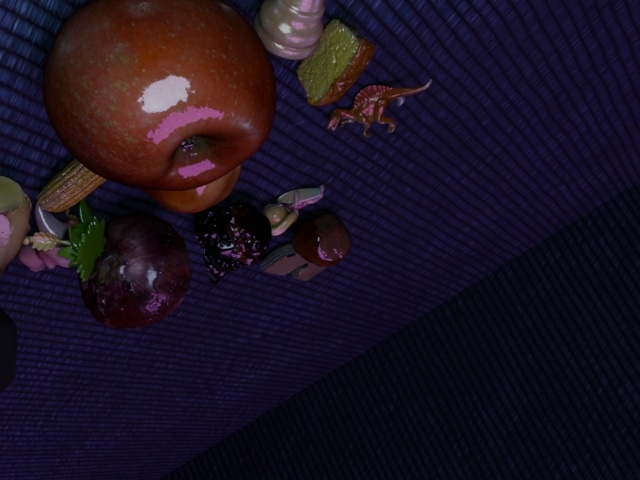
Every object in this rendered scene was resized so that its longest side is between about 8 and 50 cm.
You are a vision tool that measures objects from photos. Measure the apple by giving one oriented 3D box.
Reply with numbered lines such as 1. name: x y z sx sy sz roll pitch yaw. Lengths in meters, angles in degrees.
1. apple: -0.243 -0.228 1.448 0.348 0.277 0.348 -23 158 -10

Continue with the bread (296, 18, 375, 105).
1. bread: 0.029 -0.334 1.748 0.065 0.103 0.187 -9 150 -37

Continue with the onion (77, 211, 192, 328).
1. onion: -0.383 0.072 1.975 0.252 0.252 0.219 -29 159 6

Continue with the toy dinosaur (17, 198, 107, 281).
1. toy dinosaur: -0.525 -0.008 1.867 0.176 0.152 0.194 10 149 11

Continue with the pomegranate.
1. pomegranate: -0.241 -0.148 1.718 0.209 0.209 0.209 -23 157 -10

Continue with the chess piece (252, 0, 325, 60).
1. chess piece: 0.013 -0.458 1.458 0.117 0.117 0.397 -11 151 -34

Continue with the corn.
1. corn: -0.454 -0.111 1.753 0.165 0.063 0.085 -35 180 24

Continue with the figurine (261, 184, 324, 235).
1. figurine: -0.063 -0.077 2.249 0.187 0.083 0.083 -28 160 -24

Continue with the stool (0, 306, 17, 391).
1. stool: -0.750 0.233 1.969 0.232 0.232 0.141 -40 157 28

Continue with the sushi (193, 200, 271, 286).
1. sushi: -0.191 -0.009 2.146 0.150 0.153 0.172 -9 138 7

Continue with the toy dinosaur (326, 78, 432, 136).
1. toy dinosaur: 0.121 -0.301 2.011 0.142 0.057 0.212 23 117 -38

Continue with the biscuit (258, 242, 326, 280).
1. biscuit: -0.051 0.051 2.564 0.147 0.046 0.250 -35 157 22

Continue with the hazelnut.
1. hazelnut: 0.000 0.000 2.415 0.154 0.143 0.143 2 145 -36

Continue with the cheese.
1. cheese: -0.665 0.004 1.698 0.259 0.128 0.316 -2 143 -29
